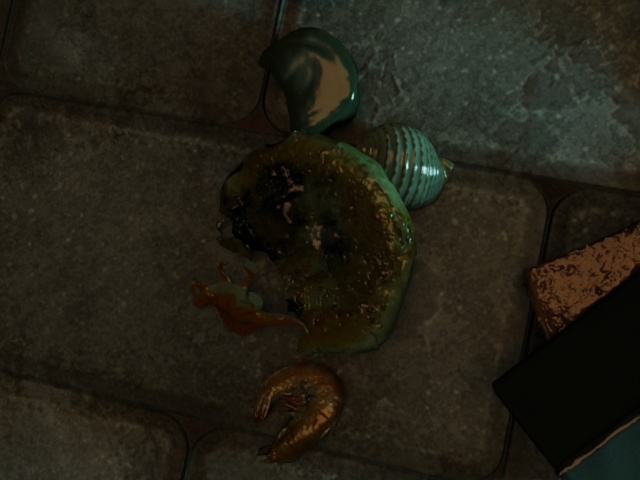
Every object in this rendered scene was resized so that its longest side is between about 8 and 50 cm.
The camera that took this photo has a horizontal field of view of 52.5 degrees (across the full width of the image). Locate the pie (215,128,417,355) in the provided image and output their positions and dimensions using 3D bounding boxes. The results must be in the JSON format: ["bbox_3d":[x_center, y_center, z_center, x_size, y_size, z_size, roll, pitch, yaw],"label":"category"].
[{"bbox_3d":[0.000,0.000,1.008,0.296,0.078,0.371,-43,77,23],"label":"pie"}]

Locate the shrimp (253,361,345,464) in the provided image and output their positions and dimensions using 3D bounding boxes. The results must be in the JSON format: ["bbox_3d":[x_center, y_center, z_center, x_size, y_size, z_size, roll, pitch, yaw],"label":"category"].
[{"bbox_3d":[-0.044,0.279,1.051,0.187,0.051,0.132,-48,62,-3],"label":"shrimp"}]

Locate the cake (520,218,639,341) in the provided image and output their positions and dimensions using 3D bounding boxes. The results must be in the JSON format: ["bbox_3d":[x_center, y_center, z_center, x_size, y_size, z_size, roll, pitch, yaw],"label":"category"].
[{"bbox_3d":[0.415,0.023,0.958,0.295,0.116,0.112,-38,82,5],"label":"cake"}]

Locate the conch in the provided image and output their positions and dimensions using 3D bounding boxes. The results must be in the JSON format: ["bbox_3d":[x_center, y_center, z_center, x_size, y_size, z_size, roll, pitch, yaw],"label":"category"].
[{"bbox_3d":[0.126,-0.113,1.023,0.153,0.102,0.135,23,104,9],"label":"conch"}]

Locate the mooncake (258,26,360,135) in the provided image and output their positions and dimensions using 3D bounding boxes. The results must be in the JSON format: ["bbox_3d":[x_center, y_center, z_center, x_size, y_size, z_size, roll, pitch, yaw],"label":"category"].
[{"bbox_3d":[-0.018,-0.248,1.049,0.169,0.104,0.175,9,90,6],"label":"mooncake"}]

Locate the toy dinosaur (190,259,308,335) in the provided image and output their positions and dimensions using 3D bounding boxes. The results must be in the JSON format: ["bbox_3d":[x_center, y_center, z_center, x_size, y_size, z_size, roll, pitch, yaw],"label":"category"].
[{"bbox_3d":[-0.129,0.113,1.032,0.212,0.057,0.142,47,130,16],"label":"toy dinosaur"}]

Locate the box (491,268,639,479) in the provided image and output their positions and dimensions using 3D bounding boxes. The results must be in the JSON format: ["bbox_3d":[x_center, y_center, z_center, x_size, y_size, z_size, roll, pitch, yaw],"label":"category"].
[{"bbox_3d":[0.450,0.215,0.848,0.345,0.204,0.251,-38,111,4],"label":"box"}]
